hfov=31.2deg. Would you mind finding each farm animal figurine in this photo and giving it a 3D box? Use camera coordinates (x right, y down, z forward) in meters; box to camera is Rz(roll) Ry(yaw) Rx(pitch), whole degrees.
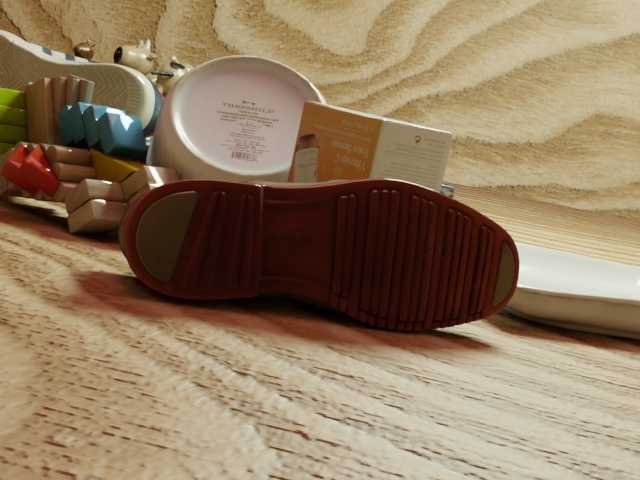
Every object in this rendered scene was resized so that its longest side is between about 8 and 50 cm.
[{"bbox_3d":[-0.341,-0.304,2.295,0.330,0.172,0.327,19,-14,33],"label":"farm animal figurine"}]

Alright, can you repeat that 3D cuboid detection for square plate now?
[{"bbox_3d":[0.302,0.057,1.276,0.347,0.049,0.344,9,7,-15],"label":"square plate"}]

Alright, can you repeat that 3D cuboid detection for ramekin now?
[{"bbox_3d":[-0.080,-0.100,1.216,0.207,0.207,0.109,11,-35,-3],"label":"ramekin"}]

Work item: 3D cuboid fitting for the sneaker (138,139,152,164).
[{"bbox_3d":[-0.100,-0.069,1.397,0.296,0.123,0.178,12,16,17],"label":"sneaker"}]

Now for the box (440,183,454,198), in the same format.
[{"bbox_3d":[0.109,-0.042,1.577,0.137,0.094,0.027,12,7,5],"label":"box"}]

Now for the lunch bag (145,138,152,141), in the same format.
[{"bbox_3d":[-0.301,-0.139,1.833,0.067,0.065,0.098,25,-1,-26],"label":"lunch bag"}]

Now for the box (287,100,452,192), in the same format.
[{"bbox_3d":[0.037,-0.037,1.110,0.091,0.170,0.130,7,8,-38],"label":"box"}]

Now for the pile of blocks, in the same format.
[{"bbox_3d":[-0.290,-0.102,1.207,0.362,0.149,0.113,18,10,43],"label":"pile of blocks"}]

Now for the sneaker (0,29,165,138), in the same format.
[{"bbox_3d":[-0.372,-0.204,1.597,0.350,0.131,0.148,18,2,16],"label":"sneaker"}]

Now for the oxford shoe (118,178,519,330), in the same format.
[{"bbox_3d":[0.000,0.000,0.979,0.348,0.123,0.130,10,2,-18],"label":"oxford shoe"}]

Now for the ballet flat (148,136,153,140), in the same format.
[{"bbox_3d":[-0.316,-0.173,2.070,0.077,0.077,0.231,-2,8,2],"label":"ballet flat"}]
